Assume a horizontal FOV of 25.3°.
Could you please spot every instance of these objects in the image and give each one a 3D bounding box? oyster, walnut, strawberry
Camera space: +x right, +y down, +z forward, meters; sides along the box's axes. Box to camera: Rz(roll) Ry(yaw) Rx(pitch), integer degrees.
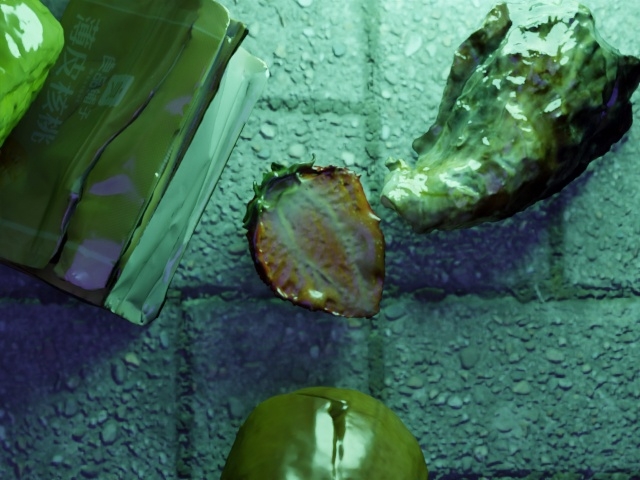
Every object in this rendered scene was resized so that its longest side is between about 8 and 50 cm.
[{"bbox_3d":[0.212,-0.126,1.487,0.275,0.100,0.271,9,88,-10],"label":"oyster"},{"bbox_3d":[0.000,0.254,1.320,0.208,0.336,0.209,0,108,1],"label":"walnut"},{"bbox_3d":[0.000,0.000,1.458,0.146,0.082,0.187,-38,99,-4],"label":"strawberry"}]

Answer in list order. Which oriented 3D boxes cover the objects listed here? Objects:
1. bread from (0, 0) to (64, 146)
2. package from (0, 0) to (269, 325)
[{"bbox_3d":[-0.426,-0.152,1.269,0.308,0.348,0.348,41,81,-8],"label":"bread"},{"bbox_3d":[-0.195,-0.095,1.388,0.221,0.165,0.311,26,82,-7],"label":"package"}]
